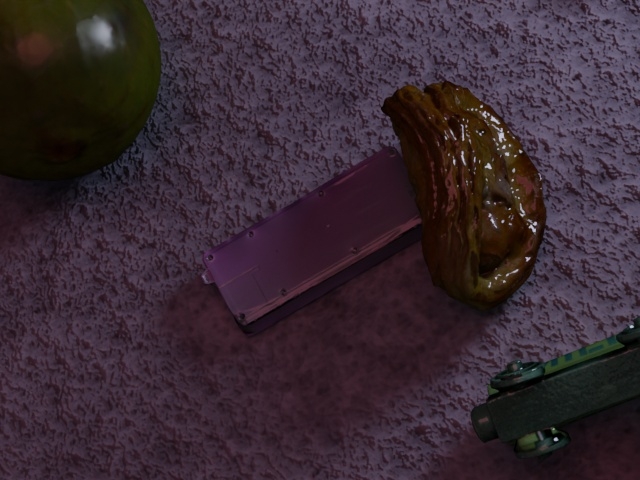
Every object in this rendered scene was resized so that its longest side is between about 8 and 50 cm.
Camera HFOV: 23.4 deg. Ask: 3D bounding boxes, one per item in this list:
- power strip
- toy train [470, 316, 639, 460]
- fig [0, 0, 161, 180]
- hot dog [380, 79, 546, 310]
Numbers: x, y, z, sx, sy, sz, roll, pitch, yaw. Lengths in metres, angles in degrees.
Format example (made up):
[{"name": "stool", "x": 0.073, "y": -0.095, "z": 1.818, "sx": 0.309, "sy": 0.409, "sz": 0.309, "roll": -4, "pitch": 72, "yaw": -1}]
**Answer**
[{"name": "power strip", "x": 0.000, "y": 0.000, "z": 1.757, "sx": 0.279, "sy": 0.037, "sz": 0.109, "roll": -30, "pitch": 65, "yaw": 0}, {"name": "toy train", "x": 0.278, "y": 0.142, "z": 1.571, "sx": 0.253, "sy": 0.157, "sz": 0.105, "roll": -23, "pitch": 89, "yaw": 11}, {"name": "fig", "x": -0.314, "y": -0.230, "z": 1.815, "sx": 0.258, "sy": 0.258, "sz": 0.326, "roll": -9, "pitch": 54, "yaw": 10}, {"name": "hot dog", "x": 0.163, "y": -0.059, "z": 1.679, "sx": 0.114, "sy": 0.175, "sz": 0.259, "roll": -30, "pitch": 63, "yaw": 30}]
